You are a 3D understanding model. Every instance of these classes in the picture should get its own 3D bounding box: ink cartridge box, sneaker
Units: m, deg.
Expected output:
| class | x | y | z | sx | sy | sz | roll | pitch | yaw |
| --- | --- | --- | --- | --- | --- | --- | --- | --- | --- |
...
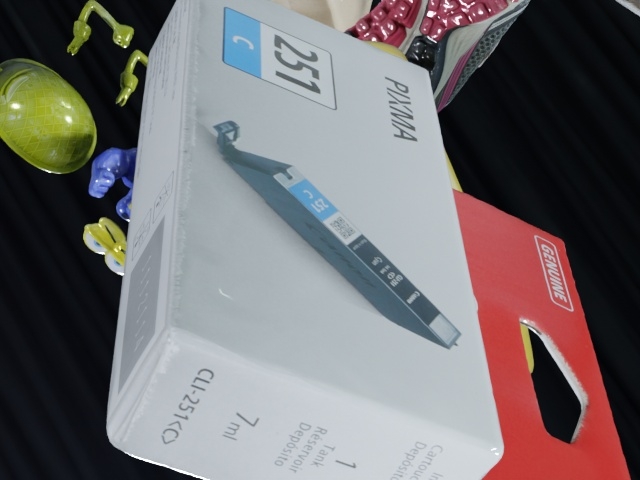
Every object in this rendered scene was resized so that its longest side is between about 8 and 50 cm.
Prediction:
| class | x | y | z | sx | sy | sz | roll | pitch | yaw |
| --- | --- | --- | --- | --- | --- | --- | --- | --- | --- |
| ink cartridge box | 0.042 | 0.015 | 0.683 | 0.261 | 0.296 | 0.066 | 22 | 121 | -18 |
| sneaker | 0.108 | -0.203 | 1.238 | 0.299 | 0.121 | 0.112 | -48 | 167 | 26 |

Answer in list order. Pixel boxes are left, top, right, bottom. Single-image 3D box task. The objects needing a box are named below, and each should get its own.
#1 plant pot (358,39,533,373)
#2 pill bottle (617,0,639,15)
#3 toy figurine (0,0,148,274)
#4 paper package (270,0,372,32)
| class | x | y | z | sx | sy | sz | roll | pitch | yaw |
| --- | --- | --- | --- | --- | --- | --- | --- | --- | --- |
| plant pot | 0.000 | 0.000 | 1.042 | 0.254 | 0.239 | 0.254 | -11 | 172 | -2 |
| pill bottle | 0.271 | -0.202 | 0.930 | 0.108 | 0.108 | 0.180 | 10 | 114 | -58 |
| toy figurine | -0.135 | -0.061 | 1.447 | 0.191 | 0.362 | 0.217 | -45 | -160 | -15 |
| paper package | -0.033 | -0.400 | 1.782 | 0.168 | 0.325 | 0.309 | 5 | 150 | 17 |
